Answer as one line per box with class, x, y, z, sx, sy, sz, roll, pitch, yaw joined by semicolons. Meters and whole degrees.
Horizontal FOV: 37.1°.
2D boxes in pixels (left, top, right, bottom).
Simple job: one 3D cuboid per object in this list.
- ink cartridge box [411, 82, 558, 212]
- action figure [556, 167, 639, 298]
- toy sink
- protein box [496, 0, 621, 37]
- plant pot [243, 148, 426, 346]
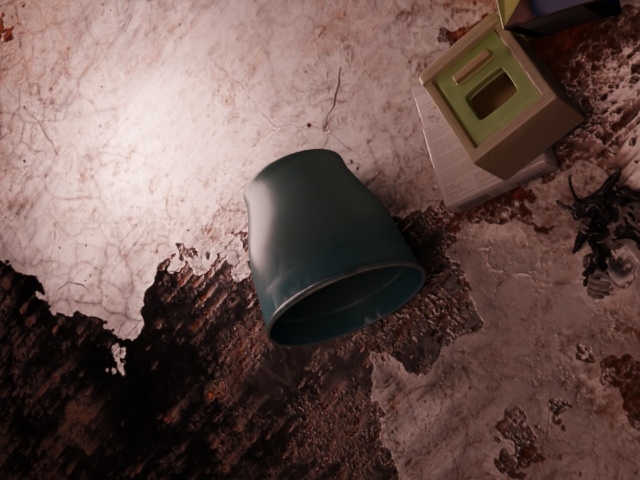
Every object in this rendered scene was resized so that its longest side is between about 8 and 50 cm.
ink cartridge box;0.257;-0.180;1.522;0.181;0.056;0.224;-25;65;28
action figure;0.453;0.005;1.376;0.276;0.141;0.164;33;121;20
toy sink;0.252;-0.235;1.423;0.153;0.131;0.234;-38;61;22
protein box;0.326;-0.407;1.355;0.136;0.201;0.199;-12;92;26
plant pot;0.000;0.000;1.565;0.272;0.272;0.255;-35;64;27
